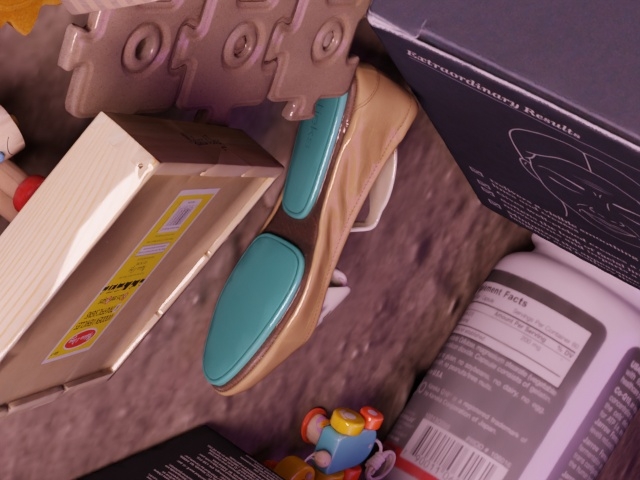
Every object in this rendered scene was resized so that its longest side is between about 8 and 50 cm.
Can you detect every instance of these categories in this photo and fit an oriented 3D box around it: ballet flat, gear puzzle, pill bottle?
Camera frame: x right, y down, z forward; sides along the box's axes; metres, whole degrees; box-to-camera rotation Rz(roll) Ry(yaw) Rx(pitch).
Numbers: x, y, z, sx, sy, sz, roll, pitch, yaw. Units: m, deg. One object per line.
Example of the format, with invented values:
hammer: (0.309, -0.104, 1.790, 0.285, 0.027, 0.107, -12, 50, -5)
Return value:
ballet flat: (0.000, 0.000, 1.162, 0.073, 0.080, 0.232, 16, 103, -34)
gear puzzle: (-0.077, -0.143, 0.970, 0.339, 0.044, 0.175, -10, 126, -51)
pill bottle: (0.177, 0.111, 1.472, 0.283, 0.161, 0.161, -57, 151, -7)

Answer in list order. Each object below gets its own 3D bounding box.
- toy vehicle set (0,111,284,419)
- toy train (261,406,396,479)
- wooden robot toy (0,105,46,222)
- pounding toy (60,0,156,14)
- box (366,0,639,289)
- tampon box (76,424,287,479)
toy vehicle set: (-0.109, 0.013, 0.926, 0.166, 0.035, 0.267, -50, 173, 8)
toy train: (-0.017, 0.189, 1.356, 0.166, 0.046, 0.125, -43, 148, -23)
wooden robot toy: (-0.179, -0.022, 0.883, 0.079, 0.076, 0.173, -36, 144, -20)
pounding toy: (-0.079, -0.237, 0.815, 0.206, 0.094, 0.181, -47, 115, -24)
box: (0.242, -0.101, 1.200, 0.212, 0.293, 0.395, -58, 160, -5)
tampon box: (-0.102, 0.212, 1.177, 0.161, 0.101, 0.120, -17, 130, -51)
